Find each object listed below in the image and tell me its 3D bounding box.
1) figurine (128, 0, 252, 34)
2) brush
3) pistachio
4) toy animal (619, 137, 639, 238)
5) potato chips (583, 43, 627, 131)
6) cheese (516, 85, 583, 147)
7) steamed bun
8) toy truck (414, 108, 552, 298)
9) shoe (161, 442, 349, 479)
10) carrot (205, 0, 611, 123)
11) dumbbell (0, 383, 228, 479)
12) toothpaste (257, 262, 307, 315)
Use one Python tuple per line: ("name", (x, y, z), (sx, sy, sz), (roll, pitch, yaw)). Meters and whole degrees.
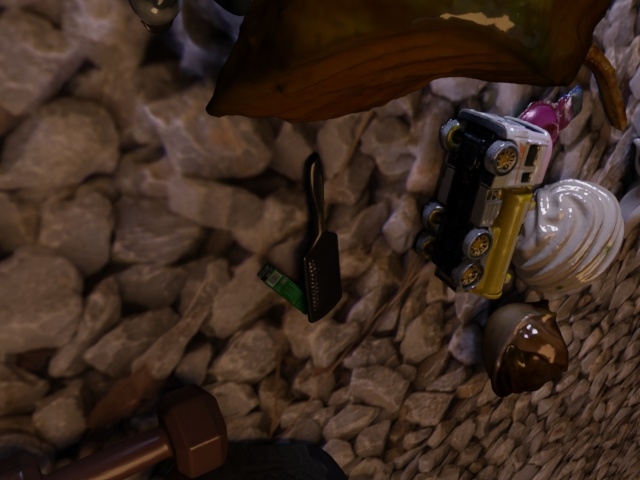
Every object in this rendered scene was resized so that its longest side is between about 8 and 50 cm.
("figurine", (-0.069, -0.206, 0.288), (0.193, 0.140, 0.265), (-55, 173, -43))
("brush", (0.000, 0.000, 0.602), (0.063, 0.016, 0.193), (-37, 130, -44))
("pistachio", (0.319, 0.172, 0.876), (0.165, 0.130, 0.210), (-46, 150, -16))
("toy animal", (0.533, -0.115, 0.898), (0.104, 0.130, 0.221), (-47, 173, -49))
("potato chips", (0.381, -0.209, 0.760), (0.204, 0.026, 0.037), (28, 101, -44))
("cheese", (0.286, -0.144, 0.719), (0.145, 0.038, 0.095), (-36, 133, -14))
("steamed bun", (0.363, -0.002, 0.817), (0.182, 0.106, 0.183), (-19, 126, -29))
("toy truck", (0.195, -0.038, 0.673), (0.114, 0.098, 0.227), (-6, 119, -27))
("shoe", (-0.092, 0.330, 0.685), (0.291, 0.114, 0.137), (16, 112, -45))
("carrot", (0.086, -0.205, 0.398), (0.241, 0.241, 0.341), (12, 106, -40))
("dumbbell", (-0.206, 0.219, 0.545), (0.230, 0.092, 0.082), (-17, 96, -29))
("toothpaste", (-0.036, 0.055, 0.616), (0.020, 0.017, 0.083), (-50, 134, -5))
